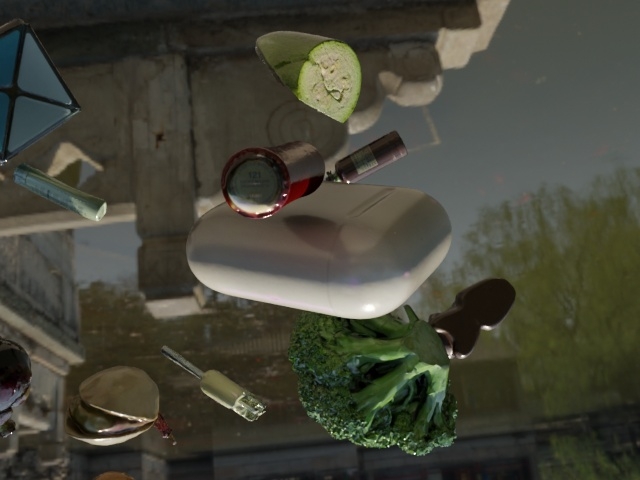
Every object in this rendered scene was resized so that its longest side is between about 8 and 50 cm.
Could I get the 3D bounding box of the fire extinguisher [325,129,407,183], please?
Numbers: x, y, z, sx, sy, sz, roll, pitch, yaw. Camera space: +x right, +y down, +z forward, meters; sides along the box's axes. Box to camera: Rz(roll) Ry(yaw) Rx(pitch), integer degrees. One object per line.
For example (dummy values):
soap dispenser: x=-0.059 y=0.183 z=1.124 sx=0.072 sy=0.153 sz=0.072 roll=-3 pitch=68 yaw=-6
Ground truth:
fire extinguisher: x=0.105 y=-0.176 z=1.755 sx=0.231 sy=0.099 sz=0.071 roll=-30 pitch=163 yaw=3

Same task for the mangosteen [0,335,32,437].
mangosteen: x=-0.610 y=0.260 z=1.293 sx=0.172 sy=0.184 sz=0.172 roll=21 pitch=178 yaw=1

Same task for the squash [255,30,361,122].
squash: x=-0.068 y=-0.467 z=1.966 sx=0.308 sy=0.210 sz=0.233 roll=19 pitch=-178 yaw=43

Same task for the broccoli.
broccoli: x=0.101 y=0.258 z=1.471 sx=0.320 sy=0.414 sz=0.310 roll=-21 pitch=168 yaw=-14

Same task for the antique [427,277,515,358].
antique: x=0.339 y=0.192 z=1.722 sx=0.257 sy=0.121 sz=0.143 roll=-39 pitch=176 yaw=-21

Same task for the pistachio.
pistachio: x=-0.359 y=0.290 z=1.258 sx=0.143 sy=0.144 sz=0.215 roll=-10 pitch=-179 yaw=9

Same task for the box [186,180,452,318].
box: x=0.000 y=0.001 z=1.058 sx=0.348 sy=0.141 sz=0.288 roll=7 pitch=-159 yaw=27

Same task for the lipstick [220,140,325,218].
lipstick: x=-0.050 y=-0.079 z=0.867 sx=0.080 sy=0.080 sz=0.241 roll=-11 pitch=-173 yaw=12

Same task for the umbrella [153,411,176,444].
umbrella: x=-0.312 y=0.338 z=1.368 sx=0.025 sy=0.165 sz=0.027 roll=-34 pitch=126 yaw=-18

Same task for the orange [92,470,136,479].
orange: x=-0.517 y=0.653 z=1.781 sx=0.156 sy=0.156 sz=0.124 roll=-5 pitch=167 yaw=-4

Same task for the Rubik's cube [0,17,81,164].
Rubik's cube: x=-0.749 y=-0.329 z=1.650 sx=0.250 sy=0.246 sz=0.248 roll=2 pitch=130 yaw=46

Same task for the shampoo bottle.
shampoo bottle: x=-0.593 y=-0.110 z=1.635 sx=0.212 sy=0.049 sz=0.072 roll=27 pitch=151 yaw=-3

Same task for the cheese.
cheese: x=-0.217 y=0.279 z=1.424 sx=0.235 sy=0.050 sz=0.127 roll=33 pitch=170 yaw=10
